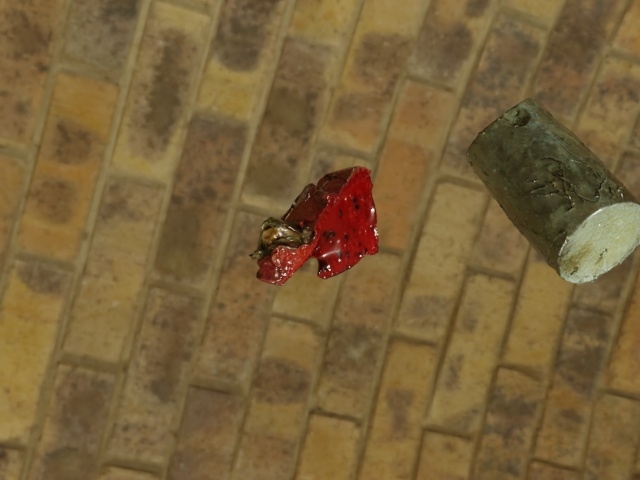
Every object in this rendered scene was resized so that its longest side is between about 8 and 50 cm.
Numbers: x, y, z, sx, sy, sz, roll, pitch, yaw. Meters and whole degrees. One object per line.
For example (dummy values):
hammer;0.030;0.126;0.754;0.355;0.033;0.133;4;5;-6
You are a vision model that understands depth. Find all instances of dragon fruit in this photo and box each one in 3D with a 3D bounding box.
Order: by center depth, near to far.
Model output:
dragon fruit;-0.016;-0.005;1.175;0.192;0.092;0.122;-43;128;-37

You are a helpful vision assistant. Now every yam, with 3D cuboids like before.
yam;0.302;-0.072;1.261;0.254;0.154;0.154;54;-38;20
